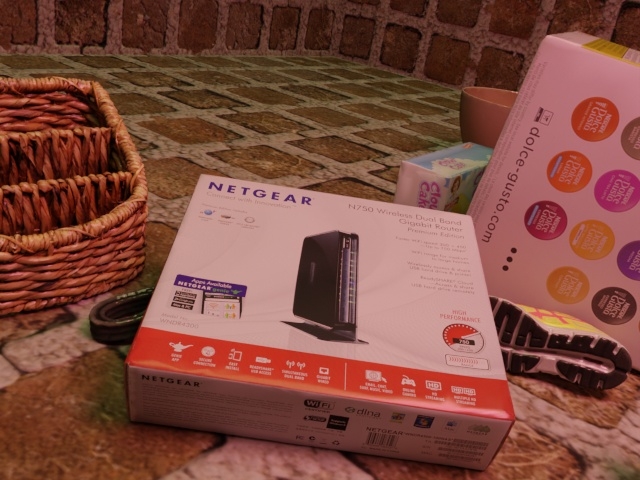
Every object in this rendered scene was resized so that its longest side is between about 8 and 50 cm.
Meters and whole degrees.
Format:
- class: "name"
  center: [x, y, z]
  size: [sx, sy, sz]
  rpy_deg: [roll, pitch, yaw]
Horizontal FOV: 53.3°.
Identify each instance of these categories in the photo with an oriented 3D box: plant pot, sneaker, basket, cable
- class: "plant pot"
  center: [0.455, -0.240, 1.520]
  size: [0.284, 0.190, 0.284]
  rpy_deg: [9, 23, -4]
- class: "sneaker"
  center: [0.258, 0.117, 0.773]
  size: [0.209, 0.081, 0.094]
  rpy_deg: [20, 14, 14]
- class: "basket"
  center: [-0.354, -0.057, 0.732]
  size: [0.299, 0.222, 0.213]
  rpy_deg: [-10, 30, -41]
- class: "cable"
  center: [-0.142, 0.042, 0.772]
  size: [0.287, 0.072, 0.139]
  rpy_deg: [-7, 31, -35]

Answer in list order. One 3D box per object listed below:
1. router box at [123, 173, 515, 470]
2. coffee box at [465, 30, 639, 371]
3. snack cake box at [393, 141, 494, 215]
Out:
- class: "router box"
  center: [0.004, 0.066, 0.671]
  size: [0.336, 0.082, 0.301]
  rpy_deg: [8, 38, -3]
- class: "coffee box"
  center: [0.419, -0.072, 0.883]
  size: [0.335, 0.337, 0.338]
  rpy_deg: [26, 27, 17]
- class: "snack cake box"
  center: [0.220, -0.071, 1.080]
  size: [0.089, 0.152, 0.264]
  rpy_deg: [24, 27, 29]
